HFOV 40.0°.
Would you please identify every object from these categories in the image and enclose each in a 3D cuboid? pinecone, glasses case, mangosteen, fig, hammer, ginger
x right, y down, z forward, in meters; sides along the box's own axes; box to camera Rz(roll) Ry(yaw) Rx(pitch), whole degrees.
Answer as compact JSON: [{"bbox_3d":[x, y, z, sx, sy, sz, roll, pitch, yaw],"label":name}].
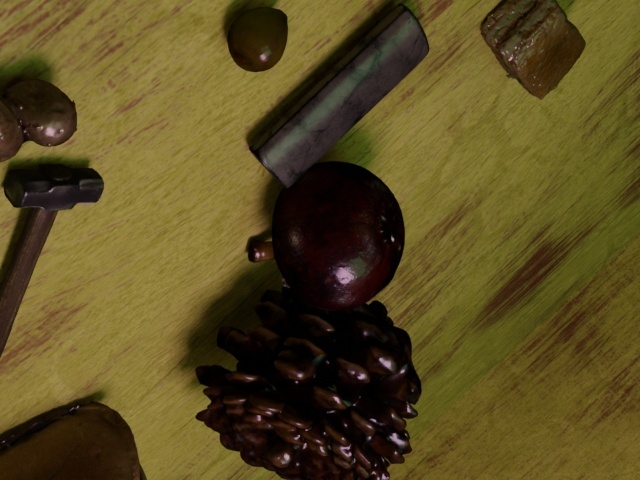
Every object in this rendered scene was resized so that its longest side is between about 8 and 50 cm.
[{"bbox_3d":[-0.012,0.247,1.534,0.397,0.398,0.398,-32,150,-21],"label":"pinecone"},{"bbox_3d":[0.028,-0.207,1.272,0.299,0.060,0.114,-44,152,1],"label":"glasses case"},{"bbox_3d":[0.000,0.000,1.390,0.261,0.236,0.235,-13,168,31],"label":"mangosteen"},{"bbox_3d":[-0.072,-0.250,1.075,0.088,0.074,0.074,-53,155,-17],"label":"fig"},{"bbox_3d":[-0.386,0.054,1.119,0.111,0.043,0.365,-9,139,-49],"label":"hammer"},{"bbox_3d":[-0.346,-0.113,0.894,0.204,0.080,0.104,-25,161,-28],"label":"ginger"}]

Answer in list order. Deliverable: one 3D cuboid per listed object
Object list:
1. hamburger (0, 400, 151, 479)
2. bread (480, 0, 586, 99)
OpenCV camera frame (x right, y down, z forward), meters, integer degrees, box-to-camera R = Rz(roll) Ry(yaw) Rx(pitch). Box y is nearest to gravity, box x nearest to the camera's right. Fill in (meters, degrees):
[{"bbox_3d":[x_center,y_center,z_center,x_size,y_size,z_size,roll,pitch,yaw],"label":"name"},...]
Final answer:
[{"bbox_3d":[-0.406,0.416,1.346,0.317,0.277,0.195,-20,136,-29],"label":"hamburger"},{"bbox_3d":[0.363,-0.337,1.491,0.138,0.102,0.196,-50,150,6],"label":"bread"}]
